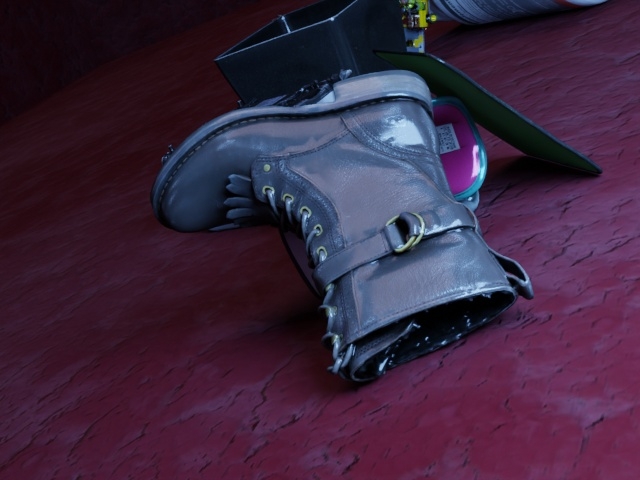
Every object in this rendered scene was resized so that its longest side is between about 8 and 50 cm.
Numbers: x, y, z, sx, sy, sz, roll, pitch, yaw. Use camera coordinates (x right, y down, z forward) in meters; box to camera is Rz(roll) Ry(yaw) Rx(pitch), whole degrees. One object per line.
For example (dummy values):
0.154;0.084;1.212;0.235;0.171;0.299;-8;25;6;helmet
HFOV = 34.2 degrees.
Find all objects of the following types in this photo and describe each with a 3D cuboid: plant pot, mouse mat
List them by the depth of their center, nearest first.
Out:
0.141;-0.114;0.897;0.007;0.190;0.152;-58;20;1;mouse mat
0.011;-0.211;1.331;0.187;0.167;0.188;-12;23;34;plant pot

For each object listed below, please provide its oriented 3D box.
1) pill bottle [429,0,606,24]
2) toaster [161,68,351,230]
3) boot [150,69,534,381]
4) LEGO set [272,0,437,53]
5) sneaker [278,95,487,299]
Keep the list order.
0.275;-0.433;1.541;0.210;0.210;0.363;-33;20;-25;pill bottle
-0.059;-0.102;1.204;0.186;0.110;0.168;-8;25;43;toaster
0.000;0.000;0.754;0.263;0.091;0.229;-22;52;13;boot
0.019;-0.371;1.624;0.192;0.255;0.331;-8;19;-23;LEGO set
0.056;-0.073;0.943;0.178;0.124;0.295;-26;25;11;sneaker
